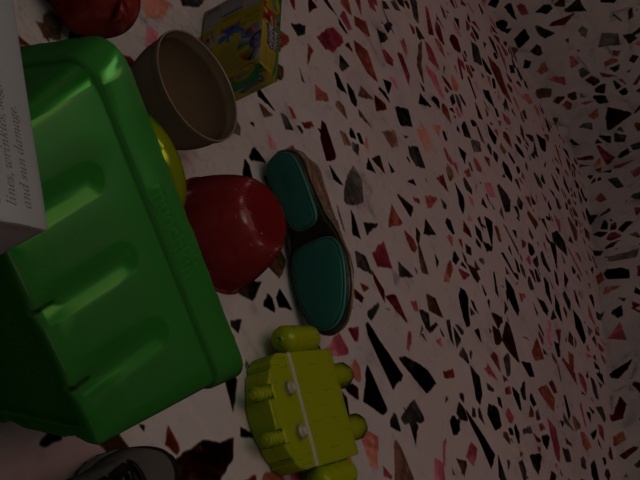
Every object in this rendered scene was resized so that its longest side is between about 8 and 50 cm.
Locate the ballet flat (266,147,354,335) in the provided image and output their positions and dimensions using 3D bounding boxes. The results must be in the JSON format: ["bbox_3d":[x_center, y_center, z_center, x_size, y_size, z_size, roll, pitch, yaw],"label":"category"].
[{"bbox_3d":[0.000,0.000,1.526,0.106,0.107,0.316,15,59,-65],"label":"ballet flat"}]

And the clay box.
[{"bbox_3d":[-0.128,-0.295,1.478,0.053,0.127,0.222,41,39,-43],"label":"clay box"}]

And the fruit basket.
[{"bbox_3d":[-0.223,-0.032,0.959,0.392,0.283,0.392,-4,95,-54],"label":"fruit basket"}]

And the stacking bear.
[{"bbox_3d":[-0.294,-0.405,1.249,0.164,0.175,0.289,17,65,-47],"label":"stacking bear"}]

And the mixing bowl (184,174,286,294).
[{"bbox_3d":[-0.113,-0.024,1.344,0.181,0.098,0.181,39,39,-41],"label":"mixing bowl"}]

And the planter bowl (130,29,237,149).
[{"bbox_3d":[-0.206,-0.190,1.286,0.162,0.109,0.162,39,40,-43],"label":"planter bowl"}]

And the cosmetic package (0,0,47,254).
[{"bbox_3d":[-0.367,-0.042,0.601,0.156,0.385,0.217,16,58,-56],"label":"cosmetic package"}]

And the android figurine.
[{"bbox_3d":[-0.020,0.243,1.368,0.273,0.056,0.248,11,62,-60],"label":"android figurine"}]

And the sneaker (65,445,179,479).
[{"bbox_3d":[-0.219,0.271,0.941,0.271,0.108,0.100,-14,81,-63],"label":"sneaker"}]
